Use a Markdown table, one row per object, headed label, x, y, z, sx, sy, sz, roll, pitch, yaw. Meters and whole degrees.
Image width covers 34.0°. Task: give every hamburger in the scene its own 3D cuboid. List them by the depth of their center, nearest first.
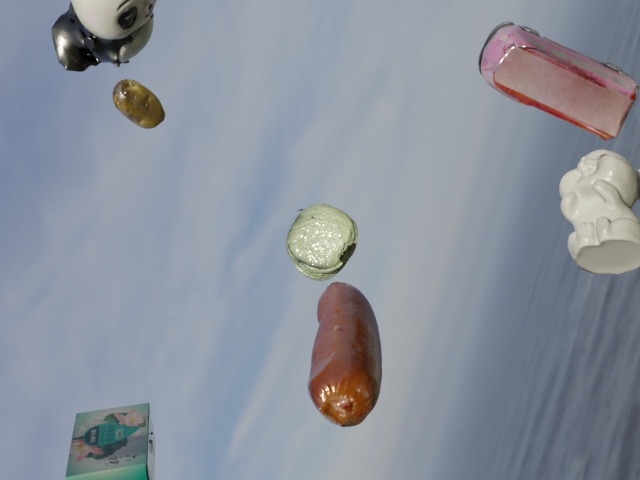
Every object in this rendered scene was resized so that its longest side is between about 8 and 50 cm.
| label | x | y | z | sx | sy | sz | roll | pitch | yaw |
| --- | --- | --- | --- | --- | --- | --- | --- | --- | --- |
| hamburger | 0.000 | 0.000 | 1.940 | 0.140 | 0.133 | 0.062 | -47 | -22 | 2 |

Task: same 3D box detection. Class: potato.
| label | x | y | z | sx | sy | sz | roll | pitch | yaw |
| --- | --- | --- | --- | --- | --- | --- | --- | --- | --- |
| potato | -0.255 | -0.191 | 1.468 | 0.051 | 0.083 | 0.040 | -49 | 20 | 4 |

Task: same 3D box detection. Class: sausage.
| label | x | y | z | sx | sy | sz | roll | pitch | yaw |
| --- | --- | --- | --- | --- | --- | --- | --- | --- | --- |
| sausage | 0.040 | 0.158 | 1.546 | 0.094 | 0.097 | 0.348 | -37 | 17 | 18 |

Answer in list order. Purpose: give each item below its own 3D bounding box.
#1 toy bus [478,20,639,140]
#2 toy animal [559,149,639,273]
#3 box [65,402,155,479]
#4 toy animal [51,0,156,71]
| label | x | y | z | sx | sy | sz | roll | pitch | yaw |
| --- | --- | --- | --- | --- | --- | --- | --- | --- | --- |
| toy bus | 0.453 | -0.307 | 2.000 | 0.147 | 0.303 | 0.127 | -74 | 8 | -66 |
| toy animal | 0.471 | -0.043 | 1.680 | 0.127 | 0.178 | 0.193 | -27 | 39 | 41 |
| box | -0.399 | 0.417 | 2.012 | 0.245 | 0.153 | 0.092 | -115 | 18 | -69 |
| toy animal | -0.322 | -0.355 | 1.601 | 0.179 | 0.138 | 0.166 | -49 | 14 | 57 |
